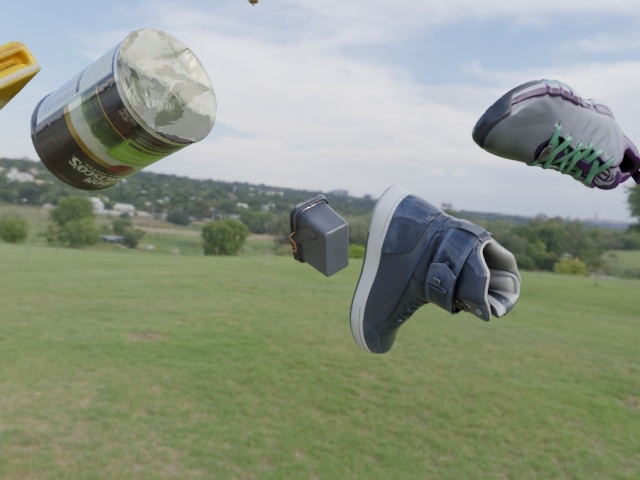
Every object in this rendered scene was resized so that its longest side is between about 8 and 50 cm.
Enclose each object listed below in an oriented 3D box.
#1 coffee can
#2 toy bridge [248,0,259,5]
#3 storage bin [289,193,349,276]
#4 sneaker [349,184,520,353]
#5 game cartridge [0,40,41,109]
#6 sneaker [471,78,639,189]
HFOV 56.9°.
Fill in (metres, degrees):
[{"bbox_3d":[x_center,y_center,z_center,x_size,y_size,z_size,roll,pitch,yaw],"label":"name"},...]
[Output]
[{"bbox_3d":[-0.351,-0.222,1.049,0.275,0.202,0.201,-17,-13,36],"label":"coffee can"},{"bbox_3d":[-0.136,-0.631,1.434,0.026,0.188,0.063,3,-32,23],"label":"toy bridge"},{"bbox_3d":[0.000,0.000,1.097,0.098,0.135,0.091,-27,44,-26],"label":"storage bin"},{"bbox_3d":[0.123,0.069,0.653,0.163,0.226,0.086,27,40,27],"label":"sneaker"},{"bbox_3d":[-0.553,-0.131,0.773,0.323,0.053,0.285,-15,25,40],"label":"game cartridge"},{"bbox_3d":[0.247,-0.094,0.575,0.223,0.098,0.083,-7,-36,-37],"label":"sneaker"}]
